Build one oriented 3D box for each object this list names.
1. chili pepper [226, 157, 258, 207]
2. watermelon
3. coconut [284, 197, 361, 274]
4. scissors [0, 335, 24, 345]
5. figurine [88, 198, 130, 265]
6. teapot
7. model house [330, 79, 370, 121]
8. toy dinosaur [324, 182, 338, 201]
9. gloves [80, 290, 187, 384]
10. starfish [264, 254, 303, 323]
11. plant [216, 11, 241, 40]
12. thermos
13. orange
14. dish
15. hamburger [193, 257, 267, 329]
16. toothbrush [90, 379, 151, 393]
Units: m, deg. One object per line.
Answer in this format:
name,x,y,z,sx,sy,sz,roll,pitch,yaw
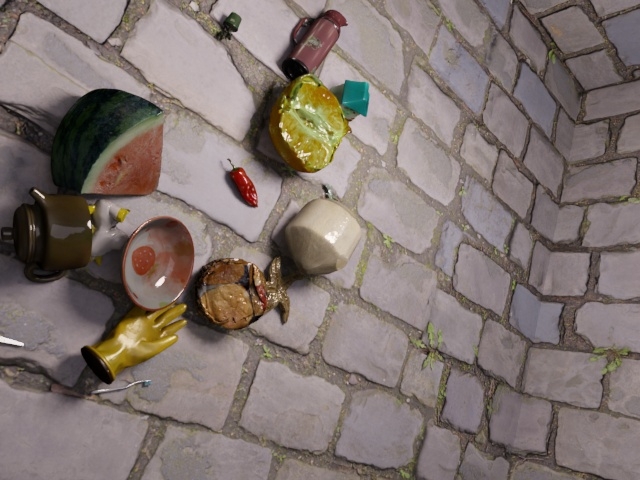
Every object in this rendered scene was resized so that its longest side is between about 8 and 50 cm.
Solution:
chili pepper,-0.246,-0.181,1.641,0.191,0.050,0.059,61,38,-29
watermelon,-0.511,-0.219,1.302,0.293,0.250,0.283,30,74,-32
coconut,0.000,0.000,1.721,0.237,0.237,0.266,53,51,-24
scissors,-0.787,0.219,1.188,0.189,0.015,0.100,32,48,-43
figurine,-0.572,-0.021,1.347,0.130,0.109,0.178,-9,114,-45
teapot,-0.658,-0.008,1.215,0.175,0.185,0.267,-2,124,-36
model house,0.120,-0.523,1.898,0.127,0.149,0.100,18,73,-36
toy dinosaur,0.049,-0.115,1.892,0.187,0.044,0.106,53,43,-23
gloves,-0.488,0.249,1.396,0.294,0.116,0.133,-39,119,-41
starfish,-0.155,0.171,1.707,0.277,0.062,0.235,-8,99,-44
plant,-0.292,-0.675,1.631,0.051,0.051,0.102,34,78,-33
thermos,-0.024,-0.710,1.828,0.330,0.136,0.109,-60,150,-24
orange,-0.053,-0.392,1.720,0.262,0.196,0.334,37,69,-48
dish,-0.464,0.057,1.396,0.260,0.085,0.260,-27,120,-59
hamburger,-0.272,0.160,1.553,0.231,0.107,0.230,-1,93,-24
toothbrush,-0.541,0.398,1.393,0.162,0.014,0.017,2,67,-39
